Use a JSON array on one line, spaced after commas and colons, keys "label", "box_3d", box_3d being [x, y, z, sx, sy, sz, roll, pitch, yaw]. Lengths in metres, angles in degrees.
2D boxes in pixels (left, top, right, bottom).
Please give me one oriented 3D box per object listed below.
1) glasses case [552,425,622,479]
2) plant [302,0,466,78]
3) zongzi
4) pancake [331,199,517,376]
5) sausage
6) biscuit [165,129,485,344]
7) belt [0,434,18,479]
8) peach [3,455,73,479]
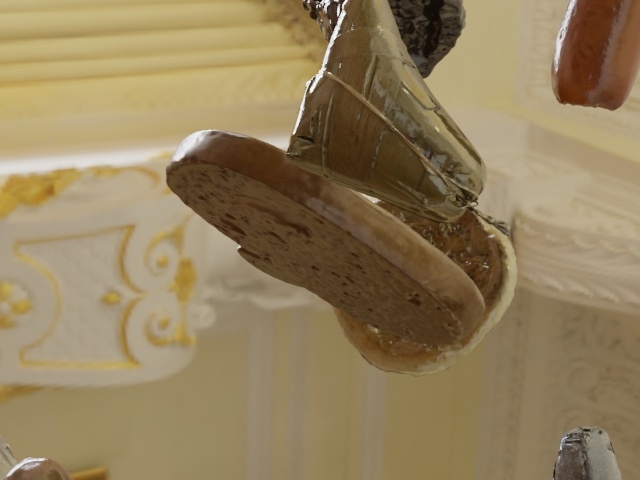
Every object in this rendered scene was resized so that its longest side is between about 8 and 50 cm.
[{"label": "glasses case", "box_3d": [0.269, 0.326, 1.244, 0.067, 0.109, 0.282, -5, -101, 28]}, {"label": "plant", "box_3d": [0.080, -0.307, 1.562, 0.178, 0.204, 0.234, -49, -153, 29]}, {"label": "zongzi", "box_3d": [0.084, -0.111, 0.973, 0.189, 0.081, 0.178, 22, -90, 14]}, {"label": "pancake", "box_3d": [0.133, 0.051, 1.723, 0.282, 0.282, 0.049, 62, -3, 32]}, {"label": "sausage", "box_3d": [0.255, -0.207, 1.085, 0.076, 0.076, 0.197, 34, -68, 54]}, {"label": "biscuit", "box_3d": [0.001, -0.001, 1.359, 0.063, 0.367, 0.314, -61, -165, -15]}, {"label": "belt", "box_3d": [-0.575, 0.381, 1.927, 0.324, 0.115, 0.227, -16, -97, 47]}, {"label": "peach", "box_3d": [-0.299, 0.270, 1.333, 0.083, 0.083, 0.083, 22, -64, 57]}]
